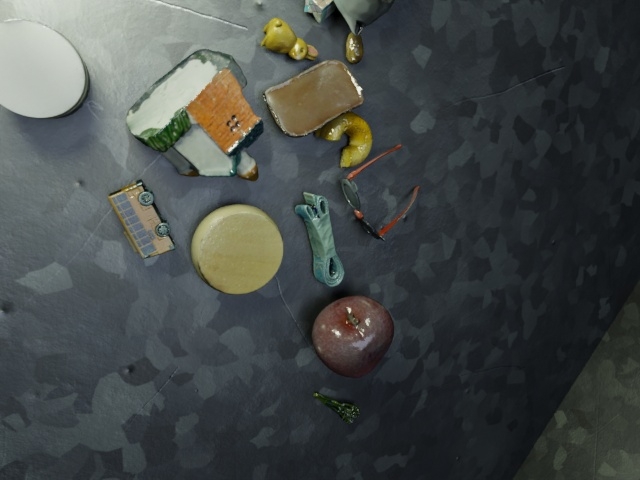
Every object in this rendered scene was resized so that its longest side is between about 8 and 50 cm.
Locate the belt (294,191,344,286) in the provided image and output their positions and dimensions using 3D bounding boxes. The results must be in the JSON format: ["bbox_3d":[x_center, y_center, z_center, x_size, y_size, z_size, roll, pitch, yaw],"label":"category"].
[{"bbox_3d":[0.000,0.000,1.255,0.087,0.072,0.303,-24,113,-21],"label":"belt"}]

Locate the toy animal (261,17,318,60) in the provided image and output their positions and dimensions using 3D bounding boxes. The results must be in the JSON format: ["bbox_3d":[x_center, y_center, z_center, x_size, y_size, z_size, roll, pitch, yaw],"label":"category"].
[{"bbox_3d":[-0.069,-0.507,1.079,0.159,0.083,0.070,18,72,-37],"label":"toy animal"}]

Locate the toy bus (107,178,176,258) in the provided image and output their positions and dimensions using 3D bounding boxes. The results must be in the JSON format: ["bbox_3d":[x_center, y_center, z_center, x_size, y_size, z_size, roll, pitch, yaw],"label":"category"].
[{"bbox_3d":[-0.434,-0.046,1.017,0.103,0.091,0.182,-27,113,-15],"label":"toy bus"}]

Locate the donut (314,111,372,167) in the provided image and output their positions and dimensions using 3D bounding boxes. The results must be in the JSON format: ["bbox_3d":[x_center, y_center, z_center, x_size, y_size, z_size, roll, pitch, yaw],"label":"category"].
[{"bbox_3d":[0.083,-0.302,1.212,0.146,0.078,0.181,-46,120,-5],"label":"donut"}]

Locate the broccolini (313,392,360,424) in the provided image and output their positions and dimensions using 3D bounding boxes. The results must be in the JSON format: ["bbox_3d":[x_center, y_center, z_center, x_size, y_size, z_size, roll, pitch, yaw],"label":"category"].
[{"bbox_3d":[0.055,0.586,1.454,0.201,0.058,0.074,33,81,-30],"label":"broccolini"}]

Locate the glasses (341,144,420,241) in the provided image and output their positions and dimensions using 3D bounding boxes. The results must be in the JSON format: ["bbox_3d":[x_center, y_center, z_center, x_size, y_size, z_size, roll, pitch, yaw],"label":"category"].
[{"bbox_3d":[0.208,-0.156,1.291,0.268,0.118,0.234,-39,116,-12],"label":"glasses"}]

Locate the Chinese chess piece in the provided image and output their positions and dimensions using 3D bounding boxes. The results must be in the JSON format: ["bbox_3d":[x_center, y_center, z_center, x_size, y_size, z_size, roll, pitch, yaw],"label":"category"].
[{"bbox_3d":[-0.225,0.024,1.138,0.250,0.097,0.251,-8,108,-24],"label":"Chinese chess piece"}]

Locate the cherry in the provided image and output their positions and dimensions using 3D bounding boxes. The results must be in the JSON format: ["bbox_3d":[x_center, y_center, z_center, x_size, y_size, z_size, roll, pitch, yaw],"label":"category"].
[{"bbox_3d":[0.105,0.306,1.315,0.260,0.221,0.308,-21,126,-11],"label":"cherry"}]

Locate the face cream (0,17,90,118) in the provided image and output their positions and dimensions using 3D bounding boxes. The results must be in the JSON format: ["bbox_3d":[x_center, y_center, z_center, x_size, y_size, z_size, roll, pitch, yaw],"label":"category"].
[{"bbox_3d":[-0.566,-0.337,0.837,0.177,0.153,0.178,-7,108,-23],"label":"face cream"}]

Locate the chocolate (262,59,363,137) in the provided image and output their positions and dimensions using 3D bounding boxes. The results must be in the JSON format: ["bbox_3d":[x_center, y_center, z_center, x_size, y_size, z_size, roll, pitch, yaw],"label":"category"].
[{"bbox_3d":[-0.019,-0.376,1.133,0.261,0.083,0.161,-28,91,-13],"label":"chocolate"}]

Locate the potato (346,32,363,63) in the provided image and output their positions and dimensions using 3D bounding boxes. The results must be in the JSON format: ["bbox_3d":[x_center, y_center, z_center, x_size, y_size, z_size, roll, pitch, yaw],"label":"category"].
[{"bbox_3d":[0.097,-0.541,1.171,0.051,0.040,0.084,-12,111,-28],"label":"potato"}]

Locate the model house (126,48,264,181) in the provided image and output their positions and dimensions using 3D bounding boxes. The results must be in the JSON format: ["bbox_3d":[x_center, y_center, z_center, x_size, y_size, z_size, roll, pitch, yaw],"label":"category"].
[{"bbox_3d":[-0.264,-0.257,1.020,0.271,0.190,0.301,-49,134,-11],"label":"model house"}]

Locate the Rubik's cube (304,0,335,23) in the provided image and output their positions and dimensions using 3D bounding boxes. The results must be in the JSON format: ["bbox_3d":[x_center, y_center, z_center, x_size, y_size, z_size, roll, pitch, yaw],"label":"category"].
[{"bbox_3d":[-0.003,-0.622,1.084,0.073,0.084,0.075,44,65,-2],"label":"Rubik's cube"}]

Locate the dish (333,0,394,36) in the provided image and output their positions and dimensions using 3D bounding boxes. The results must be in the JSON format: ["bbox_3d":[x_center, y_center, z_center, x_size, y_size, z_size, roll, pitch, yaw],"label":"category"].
[{"bbox_3d":[0.132,-0.700,1.049,0.302,0.120,0.304,-9,102,-47],"label":"dish"}]
